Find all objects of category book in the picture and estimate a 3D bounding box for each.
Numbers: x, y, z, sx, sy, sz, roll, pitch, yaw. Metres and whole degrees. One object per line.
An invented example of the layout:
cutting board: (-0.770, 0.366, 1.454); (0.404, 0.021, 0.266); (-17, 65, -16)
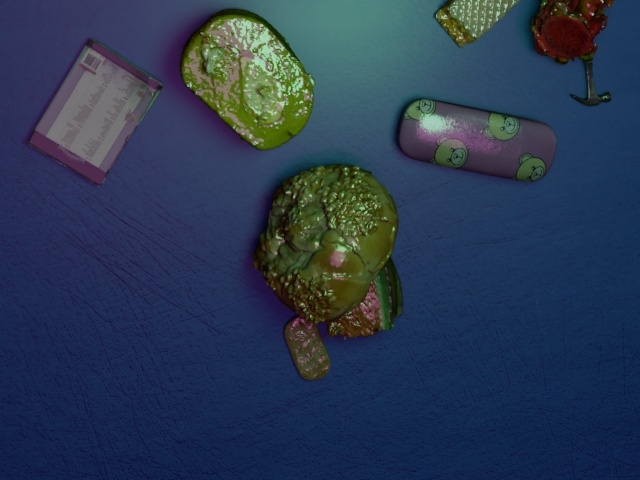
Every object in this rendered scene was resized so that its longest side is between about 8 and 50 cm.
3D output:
book: (-0.420, -0.237, 1.817); (0.157, 0.026, 0.231); (32, 99, -12)

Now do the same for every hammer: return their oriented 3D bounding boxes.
hammer: (0.518, -0.360, 1.898); (0.078, 0.021, 0.200); (-13, 107, -3)

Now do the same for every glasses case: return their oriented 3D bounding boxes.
glasses case: (0.305, -0.194, 1.890); (0.317, 0.076, 0.123); (10, 103, -10)

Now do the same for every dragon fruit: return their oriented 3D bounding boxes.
dragon fruit: (0.480, -0.428, 1.809); (0.133, 0.150, 0.207); (27, 107, -21)

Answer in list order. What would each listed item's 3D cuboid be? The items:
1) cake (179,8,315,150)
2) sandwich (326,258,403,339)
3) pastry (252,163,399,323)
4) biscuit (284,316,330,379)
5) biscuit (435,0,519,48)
cake: (-0.124, -0.298, 1.773); (0.260, 0.156, 0.179); (42, 103, -17)
sandwich: (0.079, 0.095, 1.935); (0.160, 0.109, 0.184); (-11, 105, 8)
pastry: (0.000, 0.000, 1.828); (0.255, 0.162, 0.310); (30, 101, 28)
biscuit: (-0.027, 0.221, 1.996); (0.071, 0.018, 0.147); (-20, 106, 0)
biscuit: (0.381, -0.520, 1.818); (0.379, 0.054, 0.094); (-42, 106, 6)
